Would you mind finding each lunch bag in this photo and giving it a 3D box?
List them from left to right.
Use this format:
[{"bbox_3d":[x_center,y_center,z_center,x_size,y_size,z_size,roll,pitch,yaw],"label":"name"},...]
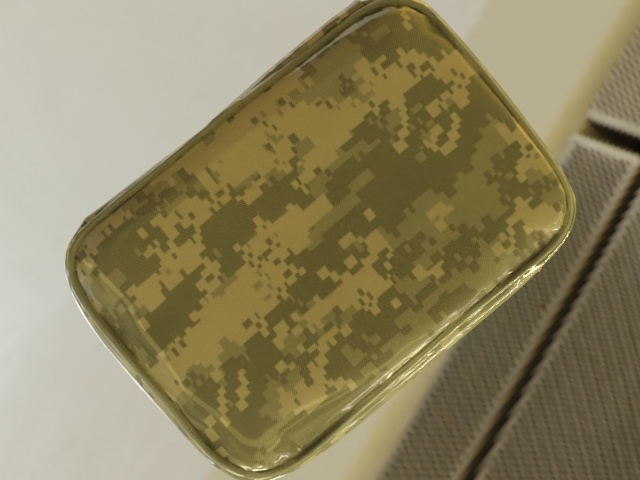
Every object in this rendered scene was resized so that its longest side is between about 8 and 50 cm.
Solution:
[{"bbox_3d":[0.000,0.000,1.109,0.305,0.256,0.212,-40,-88,-5],"label":"lunch bag"}]
